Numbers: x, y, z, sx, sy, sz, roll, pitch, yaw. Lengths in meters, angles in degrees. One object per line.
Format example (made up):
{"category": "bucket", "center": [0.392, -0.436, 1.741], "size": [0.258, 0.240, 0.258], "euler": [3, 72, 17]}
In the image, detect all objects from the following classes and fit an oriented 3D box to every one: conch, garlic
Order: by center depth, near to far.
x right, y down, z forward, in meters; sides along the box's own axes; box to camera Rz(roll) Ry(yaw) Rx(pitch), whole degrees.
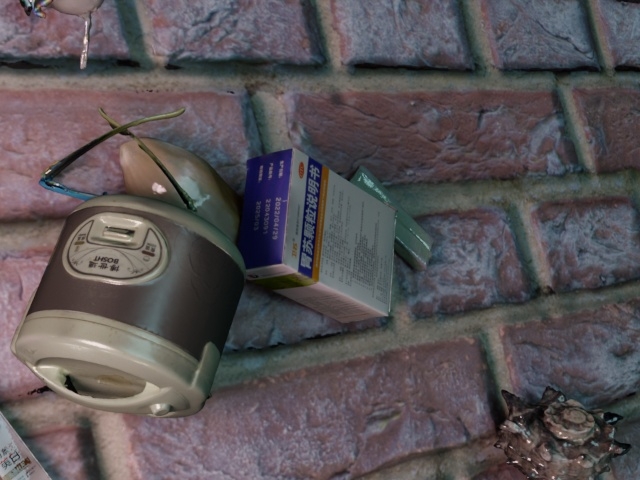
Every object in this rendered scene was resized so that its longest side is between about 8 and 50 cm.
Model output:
{"category": "garlic", "center": [-0.188, -0.046, 1.621], "size": [0.318, 0.112, 0.143], "euler": [38, 54, -34]}
{"category": "conch", "center": [0.459, 0.367, 1.878], "size": [0.313, 0.241, 0.186], "euler": [20, 78, -44]}

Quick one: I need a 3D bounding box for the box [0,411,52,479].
{"category": "box", "center": [-0.438, 0.272, 1.369], "size": [0.055, 0.039, 0.218], "euler": [-41, 101, -35]}

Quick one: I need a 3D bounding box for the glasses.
{"category": "glasses", "center": [-0.281, -0.110, 1.516], "size": [0.239, 0.102, 0.207], "euler": [15, 54, 7]}

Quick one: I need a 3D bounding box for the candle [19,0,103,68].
{"category": "candle", "center": [-0.392, -0.431, 1.530], "size": [0.187, 0.187, 0.330], "euler": [-28, 96, -38]}

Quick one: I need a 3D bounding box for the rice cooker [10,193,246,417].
{"category": "rice cooker", "center": [-0.263, 0.102, 1.405], "size": [0.288, 0.288, 0.277], "euler": [31, 61, -25]}

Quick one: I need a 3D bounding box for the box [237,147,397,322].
{"category": "box", "center": [0.000, 0.000, 1.682], "size": [0.299, 0.106, 0.200], "euler": [28, 60, -46]}

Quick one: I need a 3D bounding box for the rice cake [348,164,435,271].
{"category": "rice cake", "center": [0.130, -0.039, 1.878], "size": [0.222, 0.042, 0.080], "euler": [43, 51, -17]}
